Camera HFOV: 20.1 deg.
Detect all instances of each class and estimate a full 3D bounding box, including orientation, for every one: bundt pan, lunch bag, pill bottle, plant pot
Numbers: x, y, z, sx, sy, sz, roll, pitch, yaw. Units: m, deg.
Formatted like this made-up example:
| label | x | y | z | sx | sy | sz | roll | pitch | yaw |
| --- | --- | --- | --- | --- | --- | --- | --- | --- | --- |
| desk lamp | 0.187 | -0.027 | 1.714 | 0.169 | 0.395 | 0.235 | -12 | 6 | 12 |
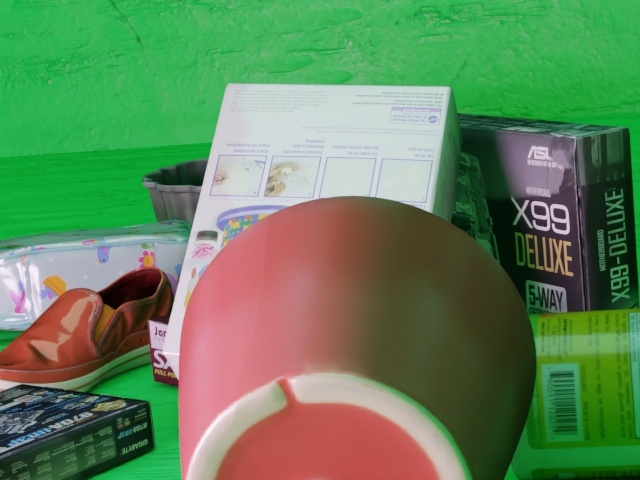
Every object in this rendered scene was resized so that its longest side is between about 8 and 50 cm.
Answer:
| label | x | y | z | sx | sy | sz | roll | pitch | yaw |
| --- | --- | --- | --- | --- | --- | --- | --- | --- | --- |
| bundt pan | -0.088 | -0.048 | 2.585 | 0.330 | 0.124 | 0.331 | -4 | 10 | 1 |
| lunch bag | -0.281 | 0.042 | 2.246 | 0.279 | 0.108 | 0.224 | -5 | 5 | -8 |
| pill bottle | 0.275 | 0.122 | 1.456 | 0.245 | 0.136 | 0.136 | -3 | 11 | 10 |
| plant pot | 0.017 | 0.133 | 1.279 | 0.275 | 0.275 | 0.243 | -4 | 21 | 8 |

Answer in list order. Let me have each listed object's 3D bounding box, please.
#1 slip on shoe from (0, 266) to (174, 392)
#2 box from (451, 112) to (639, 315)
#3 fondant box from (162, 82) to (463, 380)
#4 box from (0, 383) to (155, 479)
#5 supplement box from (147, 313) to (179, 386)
| label | x | y | z | sx | sy | sz | roll | pitch | yaw |
| --- | --- | --- | --- | --- | --- | --- | --- | --- | --- |
| slip on shoe | -0.269 | 0.104 | 1.936 | 0.123 | 0.101 | 0.331 | 4 | 15 | 34 |
| box | 0.205 | -0.004 | 1.883 | 0.076 | 0.242 | 0.307 | -11 | 13 | -30 |
| fondant box | 0.000 | 0.000 | 1.777 | 0.238 | 0.096 | 0.330 | 2 | 56 | 14 |
| box | -0.287 | 0.187 | 1.630 | 0.175 | 0.051 | 0.220 | 3 | 13 | 37 |
| supplement box | -0.050 | 0.099 | 1.921 | 0.239 | 0.073 | 0.130 | -14 | 14 | -41 |
